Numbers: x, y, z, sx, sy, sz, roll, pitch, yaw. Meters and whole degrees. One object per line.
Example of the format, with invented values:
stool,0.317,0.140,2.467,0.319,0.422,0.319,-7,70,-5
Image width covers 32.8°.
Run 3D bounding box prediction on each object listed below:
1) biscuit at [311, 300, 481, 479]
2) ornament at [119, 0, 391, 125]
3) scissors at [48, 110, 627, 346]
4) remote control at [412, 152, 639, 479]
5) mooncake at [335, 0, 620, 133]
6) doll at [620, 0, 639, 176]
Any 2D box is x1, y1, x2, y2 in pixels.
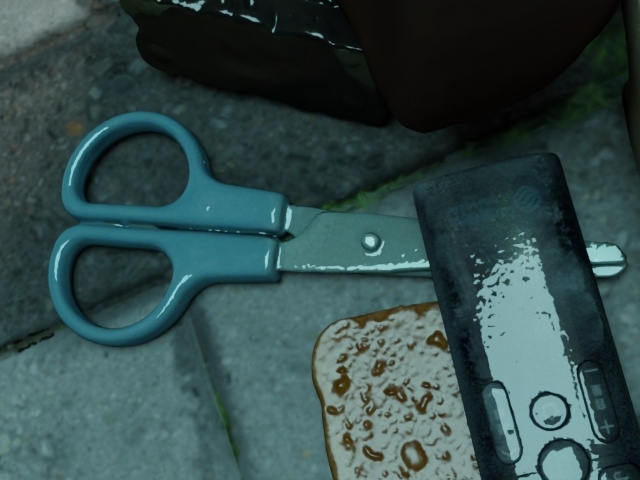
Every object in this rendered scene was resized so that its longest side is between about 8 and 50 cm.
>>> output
biscuit,0.095,0.131,0.753,0.186,0.036,0.192,-16,71,9
ornament,-0.012,-0.245,0.864,0.251,0.106,0.260,19,72,13
scissors,0.000,0.000,0.820,0.447,0.029,0.192,4,77,17
remote control,0.151,0.125,0.701,0.107,0.044,0.377,-15,69,11
mooncake,0.067,-0.237,0.648,0.174,0.326,0.334,-23,110,-11
doll,0.362,-0.060,0.635,0.370,0.215,0.226,-1,75,19
